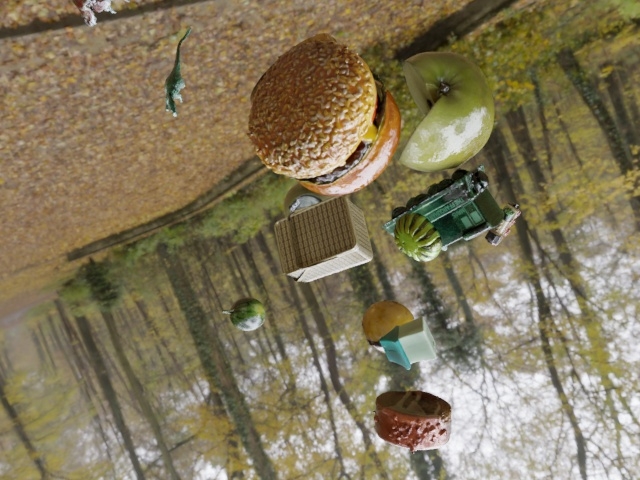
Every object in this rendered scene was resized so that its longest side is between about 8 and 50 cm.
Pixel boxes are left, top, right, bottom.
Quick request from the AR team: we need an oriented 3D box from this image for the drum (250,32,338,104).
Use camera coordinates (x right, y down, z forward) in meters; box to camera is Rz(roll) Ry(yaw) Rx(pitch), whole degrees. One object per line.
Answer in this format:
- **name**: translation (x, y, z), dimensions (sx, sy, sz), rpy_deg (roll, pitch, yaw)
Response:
- **drum**: translation (-0.053, -0.583, 2.082), dimensions (0.431, 0.214, 0.431), rpy_deg (-37, 178, -1)

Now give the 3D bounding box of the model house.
- **model house**: translation (0.264, 0.315, 1.612), dimensions (0.149, 0.100, 0.127), rpy_deg (-22, -172, 15)

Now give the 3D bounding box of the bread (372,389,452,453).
- **bread**: translation (0.182, 0.356, 1.063), dimensions (0.161, 0.073, 0.160), rpy_deg (6, -175, 0)

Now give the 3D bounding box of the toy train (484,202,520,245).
- **toy train**: translation (0.548, -0.052, 1.597), dimensions (0.087, 0.050, 0.137), rpy_deg (-35, 152, -42)

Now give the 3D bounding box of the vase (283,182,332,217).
- **vase**: translation (-0.023, -0.126, 2.393), dimensions (0.241, 0.328, 0.302), rpy_deg (-14, -163, 11)

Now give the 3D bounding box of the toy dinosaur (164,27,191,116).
- **toy dinosaur**: translation (-0.507, -0.569, 1.869), dimensions (0.076, 0.382, 0.129), rpy_deg (6, 152, -21)

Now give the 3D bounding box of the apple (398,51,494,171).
- **apple**: translation (0.320, -0.325, 1.346), dimensions (0.234, 0.294, 0.258), rpy_deg (3, 168, 2)

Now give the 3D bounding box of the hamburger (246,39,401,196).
- **hamburger**: translation (0.004, -0.276, 1.221), dimensions (0.330, 0.329, 0.250), rpy_deg (-20, 149, 32)

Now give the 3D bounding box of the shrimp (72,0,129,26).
- **shrimp**: translation (-0.498, -0.639, 1.292), dimensions (0.221, 0.166, 0.410), rpy_deg (-41, -165, 30)

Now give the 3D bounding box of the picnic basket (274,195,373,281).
- **picnic basket**: translation (0.000, 0.000, 1.911), dimensions (0.313, 0.227, 0.175), rpy_deg (-20, 156, 21)

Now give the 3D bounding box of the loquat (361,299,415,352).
- **loquat**: translation (0.297, 0.372, 2.301), dimensions (0.235, 0.234, 0.235), rpy_deg (-22, -176, 2)

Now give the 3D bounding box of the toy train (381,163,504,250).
- **toy train**: translation (0.328, -0.064, 1.431), dimensions (0.330, 0.178, 0.139), rpy_deg (-34, 180, 44)

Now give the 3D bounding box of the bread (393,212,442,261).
- **bread**: translation (0.244, -0.005, 1.365), dimensions (0.071, 0.139, 0.130), rpy_deg (-26, 155, -31)

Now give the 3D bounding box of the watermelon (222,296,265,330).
- **watermelon**: translation (-0.321, 0.301, 2.204), dimensions (0.188, 0.140, 0.141), rpy_deg (14, 167, -25)
